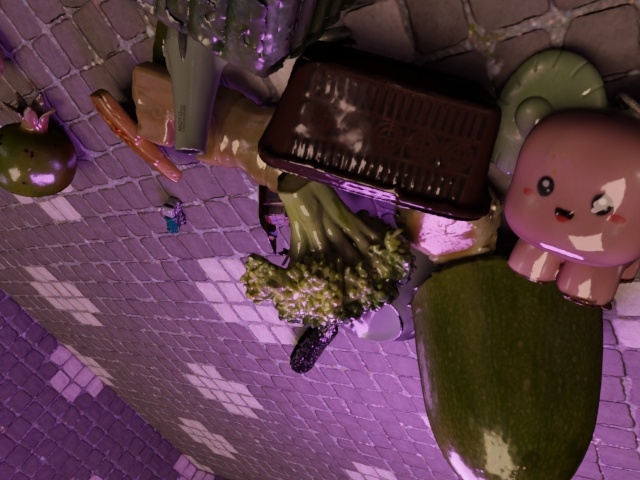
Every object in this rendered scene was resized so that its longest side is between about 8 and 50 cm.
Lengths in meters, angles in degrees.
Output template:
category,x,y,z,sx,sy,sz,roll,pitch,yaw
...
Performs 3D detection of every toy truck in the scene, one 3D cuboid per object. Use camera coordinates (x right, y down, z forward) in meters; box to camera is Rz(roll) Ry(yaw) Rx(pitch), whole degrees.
category,x,y,z,sx,sy,sz,roll,pitch,yaw
toy truck,-0.336,-0.055,1.148,0.039,0.044,0.083,19,141,12

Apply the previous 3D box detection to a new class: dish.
category,x,y,z,sx,sy,sz,roll,pitch,yaw
dish,0.095,0.112,0.984,0.316,0.106,0.317,19,141,16

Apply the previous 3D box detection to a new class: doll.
category,x,y,z,sx,sy,sz,roll,pitch,yaw
doll,0.326,-0.072,0.590,0.284,0.216,0.269,29,123,35

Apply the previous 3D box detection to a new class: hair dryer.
category,x,y,z,sx,sy,sz,roll,pitch,yaw
hair dryer,-0.111,-0.213,0.698,0.266,0.229,0.092,20,-179,14

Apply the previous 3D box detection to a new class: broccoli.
category,x,y,z,sx,sy,sz,roll,pitch,yaw
broccoli,0.000,0.000,0.774,0.262,0.247,0.244,-14,124,15

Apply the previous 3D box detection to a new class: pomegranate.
category,x,y,z,sx,sy,sz,roll,pitch,yaw
pomegranate,-0.627,-0.205,1.097,0.181,0.181,0.224,27,120,7

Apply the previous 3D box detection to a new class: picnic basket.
category,x,y,z,sx,sy,sz,roll,pitch,yaw
picnic basket,0.085,-0.149,0.626,0.296,0.223,0.129,15,120,-2

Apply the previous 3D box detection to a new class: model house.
category,x,y,z,sx,sy,sz,roll,pitch,yaw
model house,-0.054,-0.051,0.906,0.088,0.117,0.167,-4,155,4

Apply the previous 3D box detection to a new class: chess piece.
category,x,y,z,sx,sy,sz,roll,pitch,yaw
chess piece,-0.163,-0.186,0.800,0.300,0.137,0.137,23,141,7

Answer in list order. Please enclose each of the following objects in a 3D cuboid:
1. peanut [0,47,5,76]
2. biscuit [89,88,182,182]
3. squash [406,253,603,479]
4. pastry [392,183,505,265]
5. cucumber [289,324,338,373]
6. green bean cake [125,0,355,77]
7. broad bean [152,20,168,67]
category,x,y,z,sx,sy,sz,roll,pitch,yaw
peanut,-0.713,-0.429,0.954,0.125,0.111,0.275,41,156,54
biscuit,-0.351,-0.198,0.919,0.212,0.041,0.239,44,172,12
squash,0.279,0.227,0.757,0.309,0.309,0.310,7,144,5
pastry,0.194,-0.036,0.768,0.165,0.088,0.166,19,143,15
cucumber,-0.014,0.252,1.242,0.072,0.072,0.300,31,142,2
green bean cake,-0.092,-0.317,0.533,0.254,0.241,0.132,28,147,4
broad bean,-0.271,-0.268,0.872,0.060,0.043,0.297,42,143,3
